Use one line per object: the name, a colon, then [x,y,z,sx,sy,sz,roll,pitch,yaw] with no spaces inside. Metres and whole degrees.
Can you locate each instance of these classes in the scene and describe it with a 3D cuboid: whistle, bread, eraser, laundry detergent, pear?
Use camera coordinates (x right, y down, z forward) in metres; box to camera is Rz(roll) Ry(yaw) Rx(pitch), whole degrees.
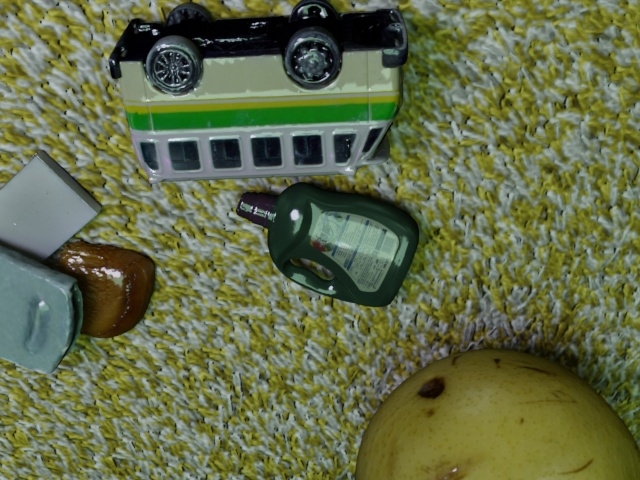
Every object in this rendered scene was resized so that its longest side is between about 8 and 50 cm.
whistle: [-0.502,0.055,1.112,0.404,0.188,0.168,7,117,-24]
bread: [-0.283,0.068,1.178,0.126,0.044,0.129,15,120,-6]
eraser: [-0.362,-0.030,1.136,0.150,0.023,0.104,-37,109,18]
laundry detergent: [0.000,0.000,1.120,0.221,0.078,0.144,16,119,-9]
pear: [0.221,0.301,1.134,0.348,0.348,0.348,0,118,0]

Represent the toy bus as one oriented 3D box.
toy bus: [-0.058,-0.159,1.002,0.305,0.143,0.179,-3,120,1]
